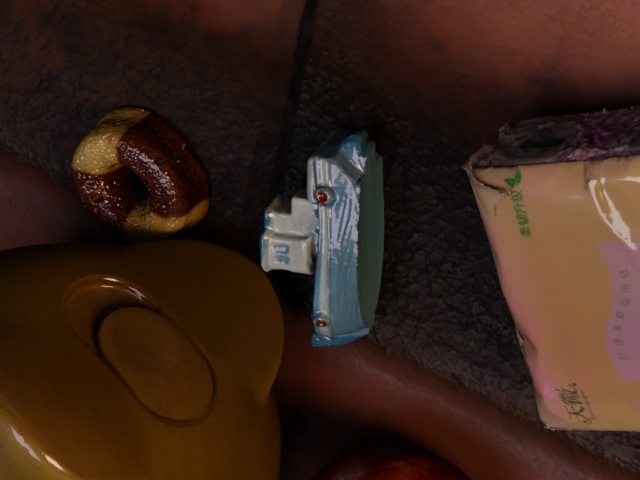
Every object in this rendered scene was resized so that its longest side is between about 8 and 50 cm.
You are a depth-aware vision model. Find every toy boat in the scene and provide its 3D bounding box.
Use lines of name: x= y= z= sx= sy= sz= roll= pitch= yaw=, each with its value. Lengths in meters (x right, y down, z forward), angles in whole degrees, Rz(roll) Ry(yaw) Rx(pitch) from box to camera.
toy boat: x=0.000 y=0.000 z=1.218 sx=0.102 sy=0.088 sz=0.215 roll=8 pitch=119 yaw=19

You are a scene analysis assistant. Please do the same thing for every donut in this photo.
donut: x=-0.176 y=-0.055 z=1.330 sx=0.140 sy=0.059 sz=0.140 roll=14 pitch=122 yaw=23

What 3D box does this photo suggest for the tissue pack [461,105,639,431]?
tissue pack: x=0.246 y=0.023 z=1.050 sx=0.215 sy=0.123 sz=0.256 roll=-4 pitch=122 yaw=33

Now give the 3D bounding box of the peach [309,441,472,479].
peach: x=0.050 y=0.296 z=1.279 sx=0.199 sy=0.244 sz=0.243 roll=-118 pitch=29 yaw=-49

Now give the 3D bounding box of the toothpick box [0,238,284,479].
toothpick box: x=-0.246 y=0.205 z=1.301 sx=0.409 sy=0.409 sz=0.425 roll=42 pitch=130 yaw=5
